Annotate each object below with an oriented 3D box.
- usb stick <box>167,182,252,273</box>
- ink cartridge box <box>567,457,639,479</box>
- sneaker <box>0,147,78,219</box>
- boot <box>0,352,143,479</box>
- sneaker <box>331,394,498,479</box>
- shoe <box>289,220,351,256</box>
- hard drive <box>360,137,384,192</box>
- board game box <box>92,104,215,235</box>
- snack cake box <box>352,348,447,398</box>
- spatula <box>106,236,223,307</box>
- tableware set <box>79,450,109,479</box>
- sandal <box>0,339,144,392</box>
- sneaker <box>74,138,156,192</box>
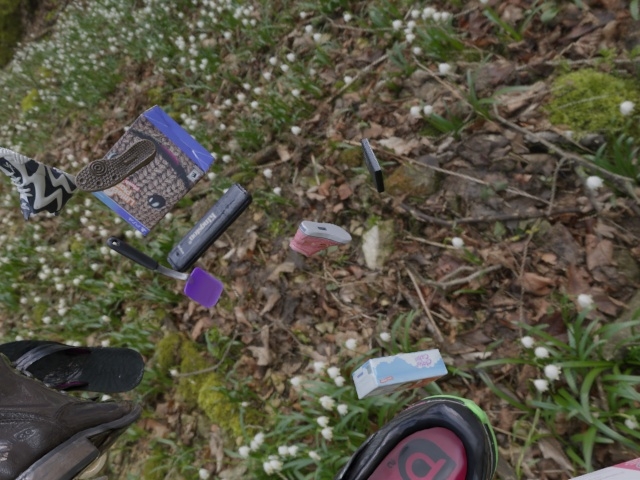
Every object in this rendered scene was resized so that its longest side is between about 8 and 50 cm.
[{"bbox_3d":[-0.287,-0.033,1.164,0.278,0.077,0.045,-46,-22,2],"label":"usb stick"},{"bbox_3d":[0.489,0.406,0.638,0.218,0.158,0.092,65,-173,-84],"label":"ink cartridge box"},{"bbox_3d":[-0.755,-0.134,1.143,0.094,0.235,0.153,18,85,32],"label":"sneaker"},{"bbox_3d":[-0.291,0.126,0.411,0.091,0.229,0.263,-46,0,-13],"label":"boot"},{"bbox_3d":[0.022,0.361,0.504,0.483,0.185,0.202,-49,-29,-15],"label":"sneaker"},{"bbox_3d":[0.000,0.000,1.220,0.081,0.177,0.063,-55,47,26],"label":"shoe"},{"bbox_3d":[0.150,-0.214,1.287,0.094,0.022,0.135,69,-176,-53],"label":"hard drive"},{"bbox_3d":[-0.502,-0.205,1.327,0.291,0.232,0.141,-41,20,18],"label":"board game box"},{"bbox_3d":[0.257,0.436,1.468,0.152,0.264,0.089,120,141,-50],"label":"snack cake box"},{"bbox_3d":[-0.375,0.072,1.085,0.030,0.296,0.084,-40,26,50],"label":"spatula"},{"bbox_3d":[-0.513,0.437,0.865,0.039,0.194,0.128,-8,86,61],"label":"tableware set"},{"bbox_3d":[-0.701,0.346,1.218,0.107,0.445,0.168,-30,62,44],"label":"sandal"},{"bbox_3d":[-0.447,-0.154,0.993,0.188,0.066,0.071,-38,3,-28],"label":"sneaker"}]
